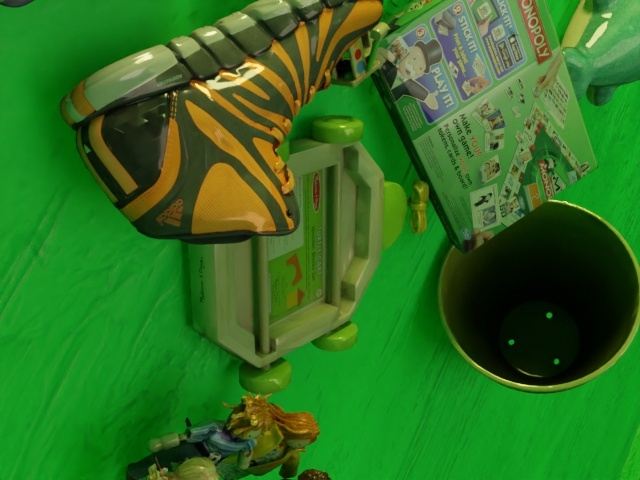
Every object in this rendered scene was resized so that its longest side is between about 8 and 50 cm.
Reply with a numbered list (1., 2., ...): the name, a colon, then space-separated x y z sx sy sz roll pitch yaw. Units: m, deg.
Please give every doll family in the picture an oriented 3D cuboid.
1. doll family: -0.093 0.207 0.777 0.263 0.163 0.118 25 40 -50

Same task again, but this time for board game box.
1. board game box: 0.199 -0.159 0.969 0.213 0.046 0.317 -33 123 -4

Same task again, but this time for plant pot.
1. plant pot: 0.332 0.121 1.229 0.275 0.274 0.293 -63 157 -13

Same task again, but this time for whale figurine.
1. whale figurine: 0.469 -0.310 1.299 0.272 0.141 0.216 -41 133 -34

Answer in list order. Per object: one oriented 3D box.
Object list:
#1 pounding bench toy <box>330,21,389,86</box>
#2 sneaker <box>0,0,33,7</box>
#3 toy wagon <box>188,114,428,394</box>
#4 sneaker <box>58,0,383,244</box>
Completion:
1. pounding bench toy: 0.037 -0.195 0.839 0.052 0.083 0.065 -43 134 -34
2. sneaker: -0.144 -0.232 0.593 0.236 0.095 0.105 -51 146 -28
3. toy wagon: 0.000 0.000 0.885 0.344 0.068 0.267 -23 122 -46
4. sneaker: -0.047 -0.102 0.694 0.321 0.124 0.180 -33 101 -27
